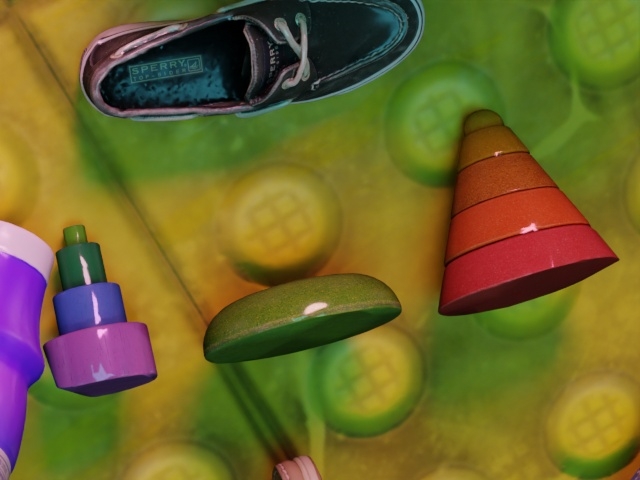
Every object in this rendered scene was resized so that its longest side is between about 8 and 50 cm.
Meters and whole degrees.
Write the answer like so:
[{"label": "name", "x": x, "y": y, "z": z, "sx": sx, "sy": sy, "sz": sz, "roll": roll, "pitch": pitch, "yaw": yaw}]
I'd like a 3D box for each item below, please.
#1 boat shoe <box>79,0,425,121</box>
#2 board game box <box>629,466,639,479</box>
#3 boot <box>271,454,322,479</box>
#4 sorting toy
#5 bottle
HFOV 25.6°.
[{"label": "boat shoe", "x": -0.035, "y": -0.110, "z": 0.853, "sx": 0.219, "sy": 0.070, "sz": 0.078, "roll": -15, "pitch": 108, "yaw": -11}, {"label": "board game box", "x": 0.308, "y": 0.194, "z": 1.002, "sx": 0.165, "sy": 0.042, "sz": 0.243, "roll": 30, "pitch": 109, "yaw": -9}, {"label": "boot", "x": -0.083, "y": 0.240, "z": 0.933, "sx": 0.165, "sy": 0.077, "sz": 0.213, "roll": 5, "pitch": 110, "yaw": -15}, {"label": "sorting toy", "x": 0.000, "y": 0.000, "z": 0.895, "sx": 0.365, "sy": 0.127, "sz": 0.126, "roll": -12, "pitch": 78, "yaw": -9}, {"label": "bottle", "x": -0.219, "y": 0.124, "z": 0.789, "sx": 0.092, "sy": 0.118, "sz": 0.283, "roll": 15, "pitch": 64, "yaw": -5}]
